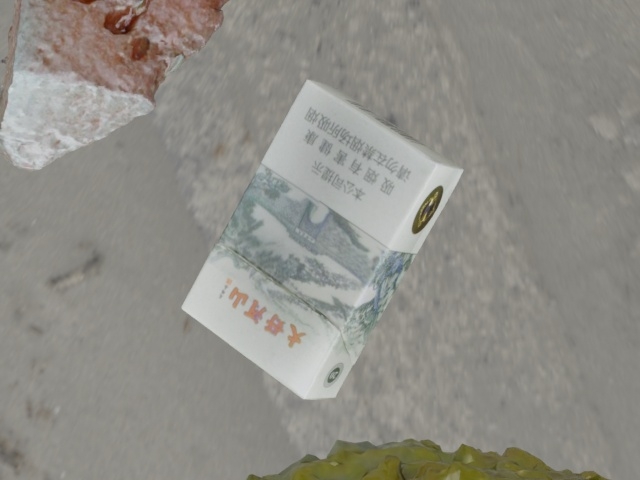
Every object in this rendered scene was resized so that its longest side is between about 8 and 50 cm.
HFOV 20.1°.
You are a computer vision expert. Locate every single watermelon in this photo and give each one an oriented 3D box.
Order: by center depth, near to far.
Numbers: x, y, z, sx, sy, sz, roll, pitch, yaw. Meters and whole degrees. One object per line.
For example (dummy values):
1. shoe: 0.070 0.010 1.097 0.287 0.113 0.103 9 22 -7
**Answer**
1. watermelon: -0.107 -0.145 0.951 0.154 0.241 0.094 22 150 -6

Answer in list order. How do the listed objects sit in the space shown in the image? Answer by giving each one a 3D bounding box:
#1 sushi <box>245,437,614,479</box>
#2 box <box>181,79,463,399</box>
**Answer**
1. sushi: 0.059 0.293 0.852 0.351 0.240 0.397 -5 94 -35
2. box: 0.000 0.000 0.552 0.054 0.024 0.083 34 102 24
